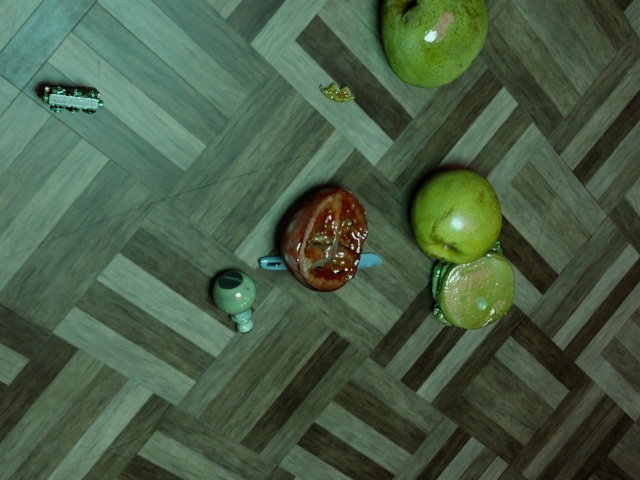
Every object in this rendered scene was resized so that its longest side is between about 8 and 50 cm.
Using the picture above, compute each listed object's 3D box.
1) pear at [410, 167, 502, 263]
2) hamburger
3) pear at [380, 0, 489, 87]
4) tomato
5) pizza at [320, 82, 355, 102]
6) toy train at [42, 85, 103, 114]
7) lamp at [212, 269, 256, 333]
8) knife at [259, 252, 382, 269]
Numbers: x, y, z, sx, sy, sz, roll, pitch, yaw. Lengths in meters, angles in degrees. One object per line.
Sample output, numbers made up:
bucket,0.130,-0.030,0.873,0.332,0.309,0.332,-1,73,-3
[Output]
pear,0.294,-0.059,1.925,0.208,0.209,0.209,-11,116,-24
hamburger,0.346,0.103,2.072,0.215,0.122,0.189,-32,116,-9
pear,0.215,-0.420,1.729,0.211,0.188,0.229,36,94,-38
tomato,-0.004,0.000,1.841,0.227,0.101,0.228,-16,112,-45
pizza,0.035,-0.299,1.788,0.083,0.016,0.037,11,99,-30
toy train,-0.429,-0.246,1.526,0.103,0.064,0.044,2,115,-27
lamp,-0.169,0.135,1.832,0.091,0.091,0.163,-29,139,-15
knife,0.007,0.048,1.924,0.312,0.019,0.045,-2,119,-29
